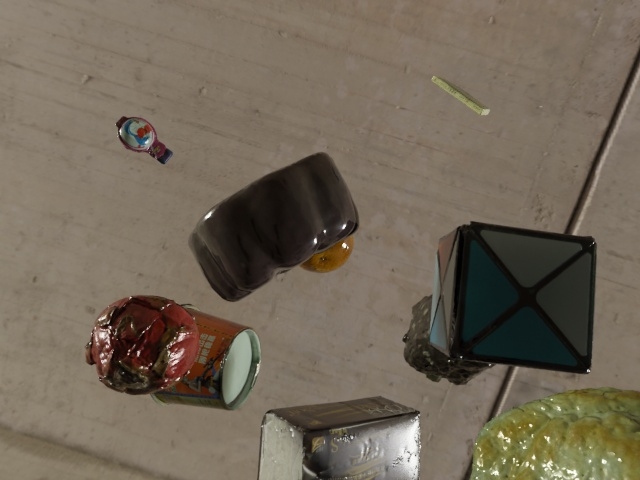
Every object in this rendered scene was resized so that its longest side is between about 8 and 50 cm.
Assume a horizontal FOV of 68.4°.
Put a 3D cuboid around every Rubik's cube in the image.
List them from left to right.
[{"bbox_3d":[0.359,0.111,0.922,0.248,0.250,0.246,5,-98,4],"label":"Rubik's cube"}]

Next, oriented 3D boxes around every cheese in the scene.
[{"bbox_3d":[-0.432,-0.246,1.156,0.145,0.038,0.095,39,-119,-19],"label":"cheese"}]

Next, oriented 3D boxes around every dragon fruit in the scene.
[{"bbox_3d":[-0.351,0.233,0.916,0.224,0.148,0.218,-19,-62,0],"label":"dragon fruit"}]

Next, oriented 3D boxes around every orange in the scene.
[{"bbox_3d":[0.000,0.000,1.122,0.159,0.136,0.159,-4,-49,-5],"label":"orange"}]

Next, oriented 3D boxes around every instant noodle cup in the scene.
[{"bbox_3d":[-0.311,0.335,1.319,0.214,0.296,0.296,6,-77,20],"label":"instant noodle cup"}]

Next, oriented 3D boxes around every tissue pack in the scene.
[{"bbox_3d":[0.056,0.502,1.123,0.370,0.198,0.210,6,-98,-35],"label":"tissue pack"}]

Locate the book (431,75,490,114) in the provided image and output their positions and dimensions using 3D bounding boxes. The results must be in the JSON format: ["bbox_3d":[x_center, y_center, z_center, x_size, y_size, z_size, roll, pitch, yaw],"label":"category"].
[{"bbox_3d":[0.260,-0.268,0.867,0.111,0.077,0.014,41,-62,13],"label":"book"}]

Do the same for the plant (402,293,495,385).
[{"bbox_3d":[0.325,0.260,1.251,0.213,0.312,0.215,26,-117,-8],"label":"plant"}]

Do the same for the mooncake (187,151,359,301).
[{"bbox_3d":[-0.075,-0.019,0.848,0.306,0.306,0.154,-30,-92,9],"label":"mooncake"}]

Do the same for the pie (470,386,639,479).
[{"bbox_3d":[0.233,0.231,0.339,0.257,0.274,0.105,-24,-57,14],"label":"pie"}]
